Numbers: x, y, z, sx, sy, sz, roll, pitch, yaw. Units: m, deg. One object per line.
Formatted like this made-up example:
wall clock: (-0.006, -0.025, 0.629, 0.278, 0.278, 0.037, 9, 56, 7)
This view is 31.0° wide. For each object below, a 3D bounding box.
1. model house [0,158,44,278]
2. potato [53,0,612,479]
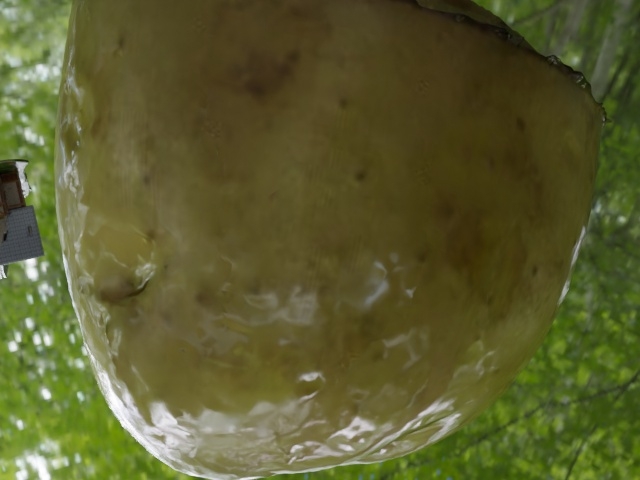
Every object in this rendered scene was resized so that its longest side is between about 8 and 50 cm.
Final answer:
model house: (-0.332, -0.011, 1.131, 0.117, 0.167, 0.088, -13, -97, -18)
potato: (0.000, 0.000, 0.529, 0.242, 0.285, 0.242, -8, -105, 31)
